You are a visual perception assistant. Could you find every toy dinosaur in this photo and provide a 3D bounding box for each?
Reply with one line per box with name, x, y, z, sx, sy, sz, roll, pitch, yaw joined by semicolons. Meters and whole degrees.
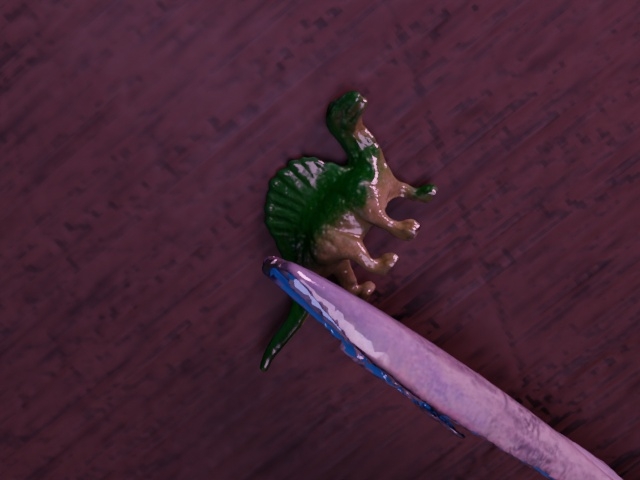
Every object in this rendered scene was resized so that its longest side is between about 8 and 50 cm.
toy dinosaur;0.000;-0.001;0.447;0.060;0.029;0.120;34;110;1

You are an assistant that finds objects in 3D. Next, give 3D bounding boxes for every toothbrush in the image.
toothbrush;0.138;0.120;0.480;0.413;0.035;0.042;34;88;-20
